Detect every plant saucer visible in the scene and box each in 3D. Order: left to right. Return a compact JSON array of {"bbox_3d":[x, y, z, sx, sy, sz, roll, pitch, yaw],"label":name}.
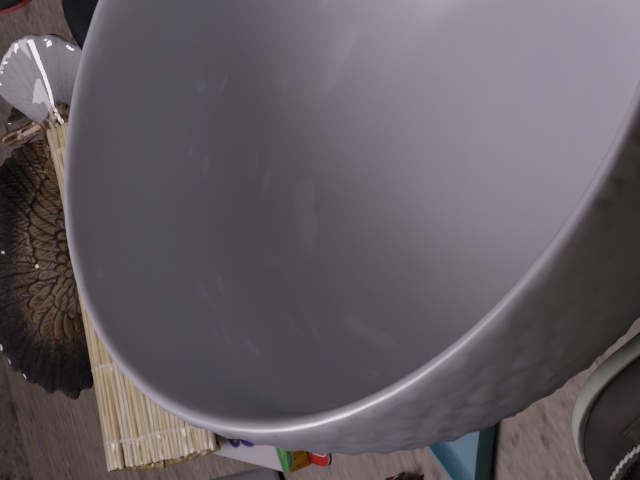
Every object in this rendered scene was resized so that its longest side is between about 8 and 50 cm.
[{"bbox_3d":[0.065,0.090,1.007,0.192,0.018,0.067,-129,34,-53],"label":"plant saucer"}]

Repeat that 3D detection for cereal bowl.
[{"bbox_3d":[0.047,-0.066,0.673,0.339,0.141,0.339,-20,60,39],"label":"cereal bowl"}]

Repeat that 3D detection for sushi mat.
[{"bbox_3d":[-0.163,0.038,1.323,0.151,0.019,0.317,-20,78,42],"label":"sushi mat"}]

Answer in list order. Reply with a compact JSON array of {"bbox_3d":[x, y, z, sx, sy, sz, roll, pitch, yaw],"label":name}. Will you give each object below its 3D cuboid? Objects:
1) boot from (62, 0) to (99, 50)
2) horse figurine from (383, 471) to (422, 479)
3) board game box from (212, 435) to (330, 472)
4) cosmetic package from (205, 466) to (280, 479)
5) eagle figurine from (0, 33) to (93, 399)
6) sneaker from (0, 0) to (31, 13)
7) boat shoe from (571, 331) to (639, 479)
[{"bbox_3d":[-0.135,-0.247,1.198,0.445,0.146,0.367,124,141,-60],"label":"boot"},{"bbox_3d":[0.015,0.280,1.137,0.263,0.066,0.174,104,174,-67],"label":"horse figurine"},{"bbox_3d":[-0.097,0.118,1.311,0.259,0.039,0.124,5,106,42],"label":"board game box"},{"bbox_3d":[-0.058,0.415,1.329,0.217,0.156,0.385,105,150,-51],"label":"cosmetic package"},{"bbox_3d":[-0.201,-0.033,1.464,0.226,0.225,0.298,123,145,-50],"label":"eagle figurine"},{"bbox_3d":[-0.228,-0.255,1.152,0.136,0.116,0.314,87,175,-49],"label":"sneaker"},{"bbox_3d":[0.164,0.060,0.608,0.228,0.081,0.069,112,147,-53],"label":"boat shoe"}]
